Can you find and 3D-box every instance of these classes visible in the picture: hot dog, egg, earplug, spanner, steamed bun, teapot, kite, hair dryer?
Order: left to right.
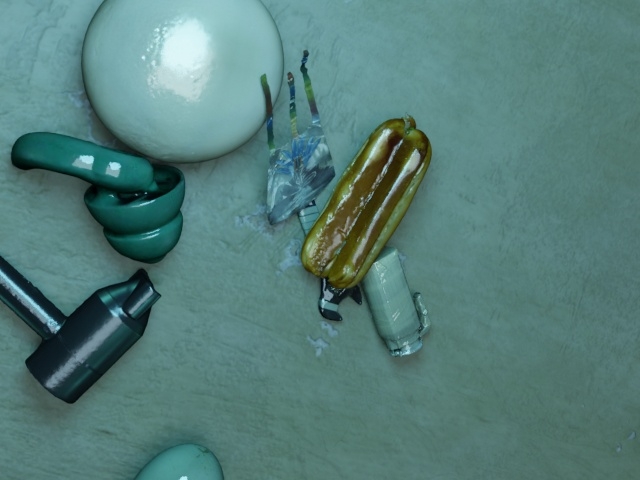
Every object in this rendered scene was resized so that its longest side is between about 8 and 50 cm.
[{"bbox_3d":[-0.439,0.087,1.455,0.302,0.116,0.244,45,84,-11],"label":"hair dryer"},{"bbox_3d":[-0.348,-0.071,1.414,0.258,0.164,0.280,-20,117,-2],"label":"earplug"},{"bbox_3d":[-0.261,0.468,1.530,0.168,0.168,0.230,32,86,-18],"label":"egg"},{"bbox_3d":[-0.216,-0.280,1.388,0.325,0.206,0.324,-3,101,-16],"label":"steamed bun"},{"bbox_3d":[-0.048,-0.160,1.448,0.169,0.015,0.309,-41,143,-24],"label":"kite"},{"bbox_3d":[0.000,0.000,1.595,0.087,0.024,0.315,-21,103,-12],"label":"spanner"},{"bbox_3d":[0.090,-0.072,1.547,0.135,0.100,0.337,30,92,14],"label":"hot dog"},{"bbox_3d":[0.144,0.111,1.628,0.107,0.077,0.200,-27,106,-29],"label":"teapot"}]
